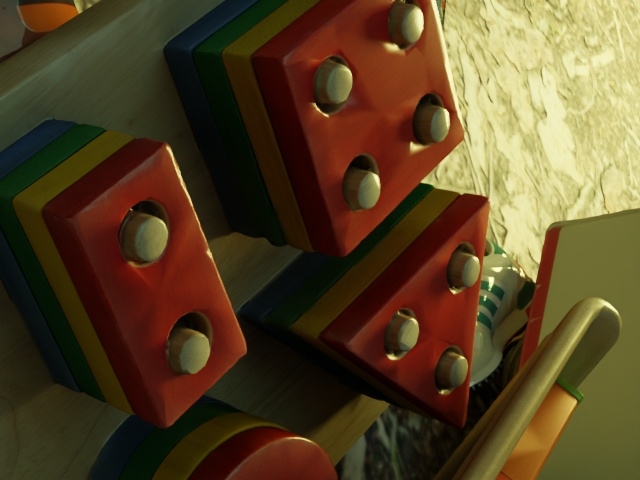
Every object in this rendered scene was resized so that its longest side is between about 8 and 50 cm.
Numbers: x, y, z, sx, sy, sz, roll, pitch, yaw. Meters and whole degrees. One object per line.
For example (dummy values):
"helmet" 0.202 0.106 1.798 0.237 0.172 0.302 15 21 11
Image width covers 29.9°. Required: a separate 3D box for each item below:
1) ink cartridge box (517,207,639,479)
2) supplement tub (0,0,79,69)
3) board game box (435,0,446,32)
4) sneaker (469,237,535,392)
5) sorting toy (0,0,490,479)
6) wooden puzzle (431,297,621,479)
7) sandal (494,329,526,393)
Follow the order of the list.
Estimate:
"ink cartridge box" 0.269 0.202 0.786 0.384 0.160 0.279 58 34 -32
"supplement tub" -0.156 -0.105 0.471 0.106 0.106 0.198 -21 93 -53
"board game box" 0.068 -0.240 0.835 0.136 0.030 0.259 61 32 -54
"sneaker" 0.087 0.049 0.773 0.075 0.057 0.161 51 40 0
"sorting toy" -0.024 0.026 0.485 0.257 0.089 0.255 -43 131 -34
"wooden puzzle" 0.041 0.150 0.540 0.044 0.221 0.239 40 38 12
"sandal" 0.147 0.086 0.834 0.180 0.049 0.072 -43 116 -64
